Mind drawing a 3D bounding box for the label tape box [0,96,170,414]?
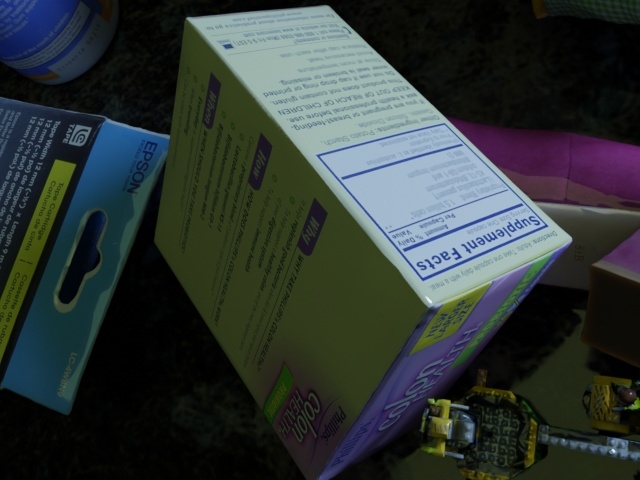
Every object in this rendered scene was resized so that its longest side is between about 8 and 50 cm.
[{"bbox_3d":[-0.297,-0.003,0.645,0.348,0.115,0.249,14,81,23],"label":"label tape box"}]

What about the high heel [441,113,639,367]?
[{"bbox_3d":[0.152,-0.040,0.498,0.181,0.127,0.377,-28,46,-31],"label":"high heel"}]

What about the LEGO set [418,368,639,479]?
[{"bbox_3d":[0.143,0.224,0.345,0.255,0.192,0.331,13,80,25],"label":"LEGO set"}]

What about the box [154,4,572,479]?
[{"bbox_3d":[0.000,0.000,0.451,0.243,0.117,0.213,52,142,27],"label":"box"}]

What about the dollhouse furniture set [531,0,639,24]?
[{"bbox_3d":[0.163,-0.279,0.374,0.197,0.151,0.301,-132,43,-58],"label":"dollhouse furniture set"}]

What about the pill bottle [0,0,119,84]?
[{"bbox_3d":[-0.345,-0.282,0.652,0.152,0.272,0.152,-6,73,21],"label":"pill bottle"}]
